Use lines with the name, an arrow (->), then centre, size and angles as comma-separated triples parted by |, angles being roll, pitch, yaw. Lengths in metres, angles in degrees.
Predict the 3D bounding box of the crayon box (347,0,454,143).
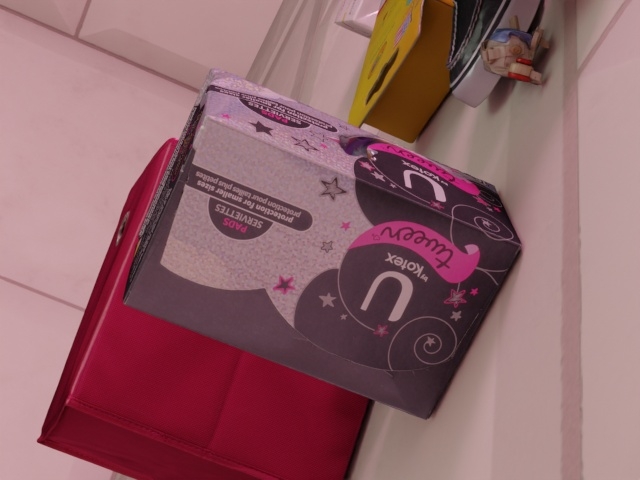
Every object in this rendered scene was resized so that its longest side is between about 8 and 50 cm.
crayon box -> 0.119, -0.247, 1.463 | 0.202, 0.081, 0.318 | 125, 165, -52

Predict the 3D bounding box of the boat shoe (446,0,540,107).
boat shoe -> 0.150, -0.262, 1.262 | 0.108, 0.102, 0.301 | 136, 155, -67

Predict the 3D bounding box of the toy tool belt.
toy tool belt -> 0.158, -0.157, 1.133 | 0.083, 0.052, 0.051 | -123, 48, -78

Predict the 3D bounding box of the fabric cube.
fabric cube -> -0.094, 0.098, 1.314 | 0.254, 0.259, 0.258 | 140, 151, -68

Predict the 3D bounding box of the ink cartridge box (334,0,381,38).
ink cartridge box -> 0.080, -0.341, 1.943 | 0.198, 0.067, 0.115 | -134, 67, -78

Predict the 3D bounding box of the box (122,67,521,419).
box -> 0.000, 0.000, 1.049 | 0.142, 0.247, 0.163 | -97, 31, -68
